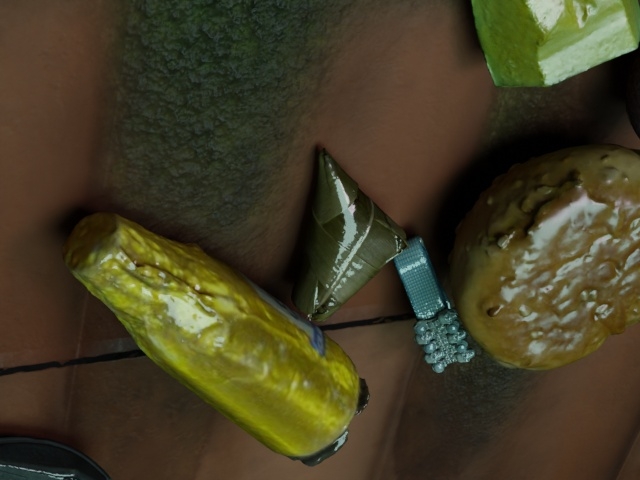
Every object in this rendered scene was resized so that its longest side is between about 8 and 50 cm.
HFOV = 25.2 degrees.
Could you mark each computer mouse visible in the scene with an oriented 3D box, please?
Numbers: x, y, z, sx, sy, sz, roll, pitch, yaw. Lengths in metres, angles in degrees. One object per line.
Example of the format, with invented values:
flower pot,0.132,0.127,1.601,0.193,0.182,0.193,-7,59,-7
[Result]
computer mouse,-0.361,0.278,1.710,0.231,0.071,0.126,14,134,-28

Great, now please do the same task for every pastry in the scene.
pastry,0.299,0.005,1.787,0.316,0.184,0.284,-39,126,6

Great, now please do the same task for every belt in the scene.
belt,0.133,0.074,1.808,0.065,0.100,0.179,-21,133,8

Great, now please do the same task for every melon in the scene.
melon,0.245,-0.315,1.515,0.196,0.124,0.323,-29,131,-8

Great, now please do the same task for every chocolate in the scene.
chocolate,-0.118,0.107,1.638,0.162,0.162,0.445,-41,136,7

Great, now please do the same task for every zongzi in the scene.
zongzi,0.000,0.000,1.675,0.160,0.078,0.176,-48,130,-1

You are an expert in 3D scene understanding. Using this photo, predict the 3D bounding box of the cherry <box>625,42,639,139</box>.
cherry,0.437,-0.178,1.728,0.140,0.176,0.176,-24,145,31
